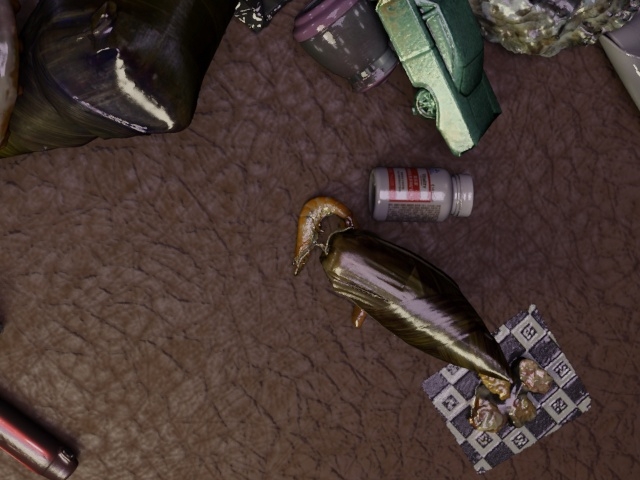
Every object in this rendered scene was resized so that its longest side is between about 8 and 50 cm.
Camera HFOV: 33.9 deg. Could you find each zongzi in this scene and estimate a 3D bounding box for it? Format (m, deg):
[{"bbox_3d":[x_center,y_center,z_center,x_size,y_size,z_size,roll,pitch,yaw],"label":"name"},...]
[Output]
[{"bbox_3d":[-0.282,-0.291,1.392,0.208,0.432,0.403,41,55,-31],"label":"zongzi"},{"bbox_3d":[0.123,0.082,1.391,0.248,0.241,0.111,32,94,-34],"label":"zongzi"}]

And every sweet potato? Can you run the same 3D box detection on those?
[{"bbox_3d":[0.054,0.039,1.512,0.044,0.044,0.179,-10,98,-4],"label":"sweet potato"}]

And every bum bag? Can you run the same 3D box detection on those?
[{"bbox_3d":[-0.045,-0.376,1.444,0.198,0.049,0.087,-41,104,0],"label":"bum bag"}]

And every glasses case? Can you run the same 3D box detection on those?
[{"bbox_3d":[0.525,-0.202,1.505,0.128,0.083,0.308,-35,100,0],"label":"glasses case"}]

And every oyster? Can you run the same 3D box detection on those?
[{"bbox_3d":[0.298,-0.351,1.451,0.268,0.112,0.198,-12,98,0],"label":"oyster"}]

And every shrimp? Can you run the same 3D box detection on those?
[{"bbox_3d":[0.000,0.000,1.498,0.091,0.025,0.127,27,102,18],"label":"shrimp"}]

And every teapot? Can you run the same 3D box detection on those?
[{"bbox_3d":[0.046,-0.281,1.450,0.116,0.148,0.146,-27,112,33],"label":"teapot"}]

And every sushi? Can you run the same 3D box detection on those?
[{"bbox_3d":[0.283,0.231,1.560,0.210,0.040,0.192,-33,99,-1],"label":"sushi"}]

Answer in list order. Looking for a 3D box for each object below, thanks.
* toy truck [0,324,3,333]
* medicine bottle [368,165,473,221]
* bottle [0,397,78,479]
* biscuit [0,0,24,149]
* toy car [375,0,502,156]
[{"bbox_3d":[-0.550,0.078,1.416,0.242,0.125,0.101,44,91,-10],"label":"toy truck"},{"bbox_3d":[0.142,-0.065,1.487,0.140,0.079,0.079,1,97,-6],"label":"medicine bottle"},{"bbox_3d":[-0.419,0.282,1.489,0.164,0.060,0.060,39,92,-10],"label":"bottle"},{"bbox_3d":[-0.479,-0.218,1.304,0.103,0.332,0.331,-2,100,-45],"label":"biscuit"},{"bbox_3d":[0.153,-0.283,1.416,0.097,0.141,0.320,-18,108,34],"label":"toy car"}]
